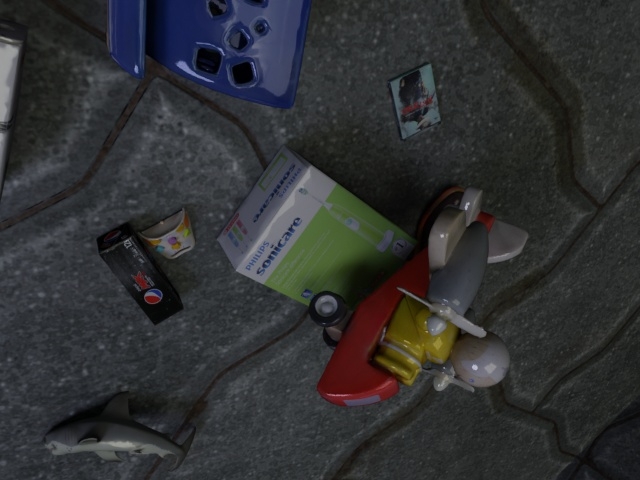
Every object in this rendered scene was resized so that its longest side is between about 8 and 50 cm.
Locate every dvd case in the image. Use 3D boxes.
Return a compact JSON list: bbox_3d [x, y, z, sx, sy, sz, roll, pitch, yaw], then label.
[{"bbox_3d":[0.171,-0.247,0.945,0.087,0.013,0.119,-27,126,-11],"label":"dvd case"}]

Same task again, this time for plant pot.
[{"bbox_3d":[-0.140,-0.305,0.626,0.212,0.236,0.235,0,116,-19],"label":"plant pot"}]

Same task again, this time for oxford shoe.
[{"bbox_3d":[0.250,0.023,1.083,0.097,0.098,0.271,7,113,-30],"label":"oxford shoe"}]

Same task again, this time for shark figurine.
[{"bbox_3d":[-0.344,0.342,0.962,0.279,0.116,0.166,17,141,-25],"label":"shark figurine"}]

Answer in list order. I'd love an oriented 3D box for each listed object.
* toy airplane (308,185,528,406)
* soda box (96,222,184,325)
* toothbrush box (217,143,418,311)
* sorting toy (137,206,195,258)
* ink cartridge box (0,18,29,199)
[{"bbox_3d":[0.204,0.107,0.846,0.386,0.272,0.384,-6,132,-47],"label":"toy airplane"},{"bbox_3d":[-0.291,0.057,0.852,0.060,0.053,0.168,-30,126,-9],"label":"soda box"},{"bbox_3d":[0.000,0.000,0.927,0.283,0.122,0.206,30,100,-37],"label":"toothbrush box"},{"bbox_3d":[-0.241,-0.001,0.861,0.083,0.044,0.075,-31,145,-9],"label":"sorting toy"},{"bbox_3d":[-0.410,-0.147,0.612,0.093,0.160,0.219,8,111,-31],"label":"ink cartridge box"}]
